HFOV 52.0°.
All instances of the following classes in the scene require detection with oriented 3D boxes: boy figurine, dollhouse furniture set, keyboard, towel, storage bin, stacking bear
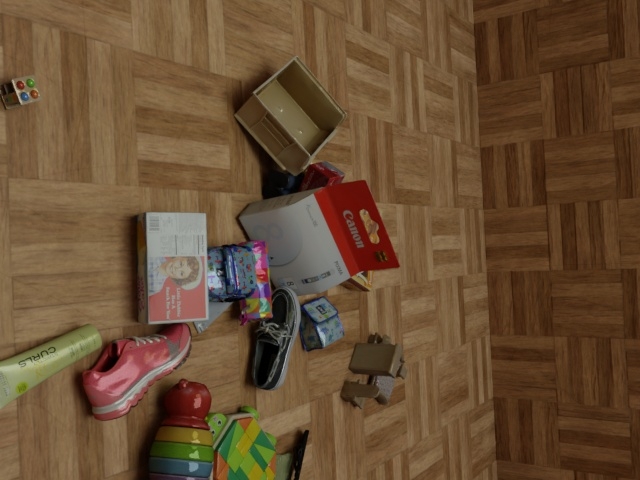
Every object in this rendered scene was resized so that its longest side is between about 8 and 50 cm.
[{"bbox_3d":[-0.056,-0.183,2.071,0.285,0.092,0.177,-17,129,-57],"label":"boy figurine"},{"bbox_3d":[0.263,0.528,2.419,0.355,0.173,0.303,52,48,-40],"label":"dollhouse furniture set"},{"bbox_3d":[-0.070,0.669,2.016,0.100,0.038,0.192,101,2,-50],"label":"keyboard"},{"bbox_3d":[-0.127,0.713,1.963,0.110,0.027,0.148,21,70,-52],"label":"towel"},{"bbox_3d":[-0.080,-0.370,1.965,0.260,0.123,0.262,47,45,-11],"label":"storage bin"},{"bbox_3d":[-0.271,0.155,1.816,0.256,0.014,0.072,-45,118,-48],"label":"keyboard"},{"bbox_3d":[-0.333,0.484,1.579,0.175,0.164,0.289,30,58,-51],"label":"stacking bear"}]

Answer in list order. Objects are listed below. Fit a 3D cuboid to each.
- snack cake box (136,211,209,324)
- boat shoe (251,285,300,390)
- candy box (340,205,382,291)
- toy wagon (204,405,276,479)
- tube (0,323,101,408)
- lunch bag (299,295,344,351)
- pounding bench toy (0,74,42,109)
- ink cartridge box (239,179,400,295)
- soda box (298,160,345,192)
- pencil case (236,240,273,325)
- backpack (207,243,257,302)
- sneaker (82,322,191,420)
[{"bbox_3d":[-0.357,0.065,1.583,0.152,0.089,0.265,0,87,-32],"label":"snack cake box"},{"bbox_3d":[-0.141,0.278,1.906,0.105,0.113,0.307,37,66,-65],"label":"boat shoe"},{"bbox_3d":[0.126,0.005,2.338,0.183,0.087,0.317,35,60,-49],"label":"candy box"},{"bbox_3d":[-0.239,0.579,1.774,0.267,0.068,0.345,-56,131,-42],"label":"toy wagon"},{"bbox_3d":[-0.563,0.248,1.343,0.070,0.062,0.240,47,40,13],"label":"tube"},{"bbox_3d":[-0.003,0.267,2.131,0.128,0.096,0.151,-18,88,-52],"label":"lunch bag"},{"bbox_3d":[-0.595,-0.305,1.332,0.083,0.065,0.052,-37,117,-51],"label":"pounding bench toy"},{"bbox_3d":[-0.002,0.006,1.888,0.308,0.384,0.091,65,31,-27],"label":"ink cartridge box"},{"bbox_3d":[-0.026,-0.109,2.006,0.092,0.083,0.263,-22,143,-53],"label":"soda box"},{"bbox_3d":[-0.189,0.117,1.842,0.104,0.104,0.237,5,77,-55],"label":"pencil case"},{"bbox_3d":[-0.267,0.086,1.731,0.173,0.116,0.158,4,78,-51],"label":"backpack"},{"bbox_3d":[-0.414,0.264,1.506,0.314,0.115,0.136,-47,123,-46],"label":"sneaker"}]
